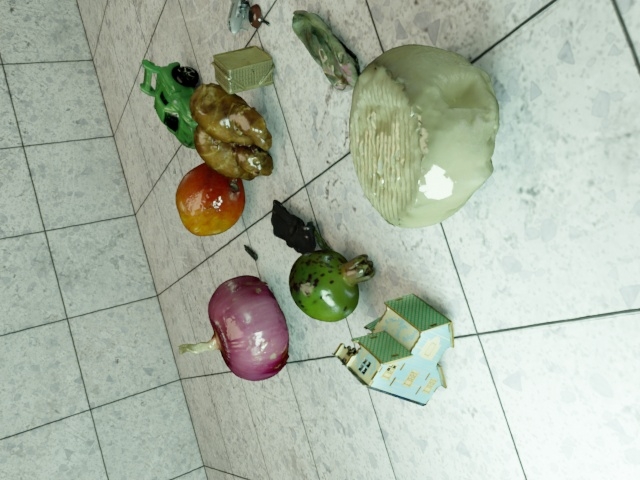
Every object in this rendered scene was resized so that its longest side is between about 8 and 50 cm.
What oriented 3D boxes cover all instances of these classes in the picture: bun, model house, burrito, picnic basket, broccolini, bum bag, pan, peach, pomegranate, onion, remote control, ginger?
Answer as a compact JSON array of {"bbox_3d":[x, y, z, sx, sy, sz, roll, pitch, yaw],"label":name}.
[{"bbox_3d":[0.196,-0.195,1.096,0.359,0.210,0.360,167,90,-71],"label":"bun"},{"bbox_3d":[0.184,0.226,1.309,0.207,0.271,0.178,-57,39,6],"label":"model house"},{"bbox_3d":[0.009,-0.474,1.430,0.309,0.066,0.096,58,148,33],"label":"burrito"},{"bbox_3d":[-0.225,-0.500,1.720,0.115,0.164,0.080,49,149,38],"label":"picnic basket"},{"bbox_3d":[0.000,0.000,1.684,0.140,0.030,0.035,60,-178,35],"label":"broccolini"},{"bbox_3d":[-0.084,-0.034,1.757,0.248,0.059,0.123,43,142,53],"label":"bum bag"},{"bbox_3d":[-0.184,-0.651,1.723,0.115,0.023,0.069,46,137,42],"label":"pan"},{"bbox_3d":[-0.380,-0.143,2.044,0.281,0.238,0.281,-46,24,27],"label":"peach"},{"bbox_3d":[0.031,0.107,1.535,0.247,0.202,0.202,-31,73,28],"label":"pomegranate"},{"bbox_3d":[-0.263,0.301,1.978,0.358,0.344,0.359,-11,-90,-84],"label":"onion"},{"bbox_3d":[-0.252,0.043,2.125,0.091,0.016,0.034,39,149,47],"label":"remote control"},{"bbox_3d":[-0.265,-0.317,1.826,0.274,0.153,0.358,19,145,8],"label":"ginger"}]

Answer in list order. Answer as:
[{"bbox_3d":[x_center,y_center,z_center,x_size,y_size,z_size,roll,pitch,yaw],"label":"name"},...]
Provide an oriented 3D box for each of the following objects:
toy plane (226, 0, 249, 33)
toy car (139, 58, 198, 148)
[{"bbox_3d":[-0.253,-0.685,1.773,0.162,0.065,0.171,128,139,-54],"label":"toy plane"},{"bbox_3d":[-0.548,-0.519,2.239,0.359,0.176,0.213,64,149,20],"label":"toy car"}]
